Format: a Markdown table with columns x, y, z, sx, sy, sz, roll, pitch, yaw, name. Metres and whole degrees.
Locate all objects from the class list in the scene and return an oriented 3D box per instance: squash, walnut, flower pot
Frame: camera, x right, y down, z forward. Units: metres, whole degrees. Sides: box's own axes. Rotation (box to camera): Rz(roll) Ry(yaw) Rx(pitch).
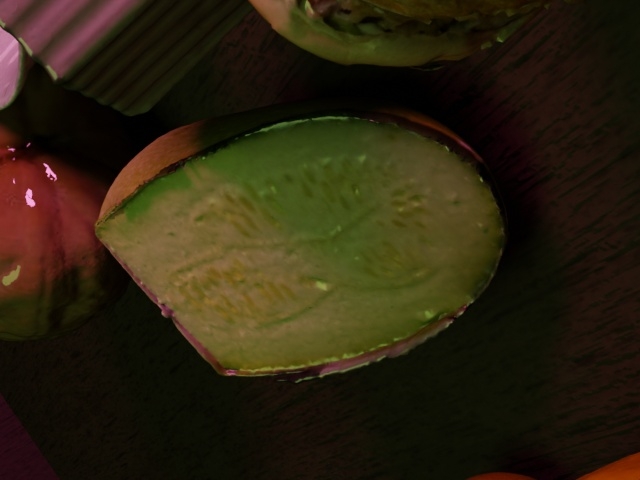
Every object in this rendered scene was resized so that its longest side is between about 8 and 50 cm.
| x | y | z | sx | sy | sz | roll | pitch | yaw | name |
| --- | --- | --- | --- | --- | --- | --- | --- | --- | --- |
| 0.000 | 0.000 | 0.978 | 0.233 | 0.210 | 0.309 | 53 | 160 | -22 | squash |
| -0.334 | -0.038 | 1.397 | 0.306 | 0.306 | 0.344 | 54 | 150 | 4 | walnut |
| -0.141 | -0.221 | 0.816 | 0.209 | 0.189 | 0.239 | 49 | -175 | 13 | flower pot |

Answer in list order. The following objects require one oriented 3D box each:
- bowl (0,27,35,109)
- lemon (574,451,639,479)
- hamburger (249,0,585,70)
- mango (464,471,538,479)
| x | y | z | sx | sy | sz | roll | pitch | yaw | name |
| --- | --- | --- | --- | --- | --- | --- | --- | --- | --- |
| -0.309 | -0.349 | 1.105 | 0.435 | 0.196 | 0.435 | 38 | 147 | 30 | bowl |
| 0.249 | 0.278 | 0.757 | 0.364 | 0.364 | 0.364 | 39 | 148 | 30 | lemon |
| 0.056 | -0.217 | 0.600 | 0.211 | 0.260 | 0.245 | -35 | 72 | 67 | hamburger |
| 0.189 | 0.317 | 1.113 | 0.156 | 0.114 | 0.251 | 2 | 121 | 50 | mango |
